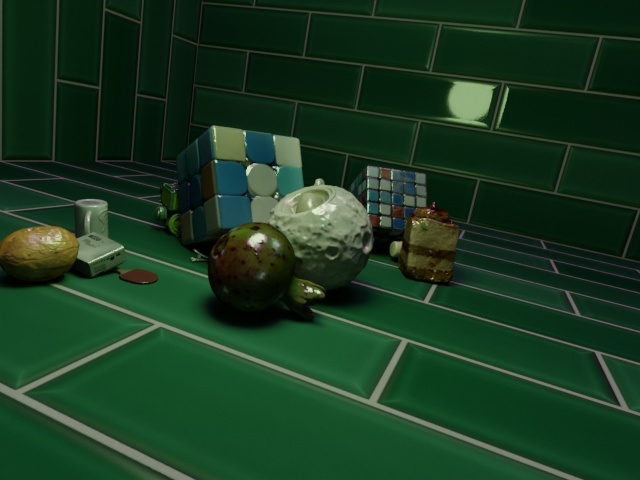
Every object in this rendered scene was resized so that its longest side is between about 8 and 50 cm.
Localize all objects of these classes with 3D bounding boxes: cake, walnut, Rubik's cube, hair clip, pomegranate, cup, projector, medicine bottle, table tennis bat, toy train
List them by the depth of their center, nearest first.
[{"bbox_3d":[-0.704,0.034,1.129,0.144,0.144,0.180,22,24,40],"label":"walnut"},{"bbox_3d":[-0.135,0.076,1.175,0.306,0.242,0.242,13,11,-27],"label":"pomegranate"},{"bbox_3d":[-0.635,0.041,1.261,0.147,0.061,0.115,19,31,28],"label":"projector"},{"bbox_3d":[-0.529,0.094,1.264,0.157,0.013,0.087,15,17,13],"label":"table tennis bat"},{"bbox_3d":[-0.736,-0.056,1.469,0.136,0.133,0.099,22,21,41],"label":"cup"},{"bbox_3d":[-0.368,0.052,1.494,0.115,0.039,0.030,5,20,-29],"label":"hair clip"},{"bbox_3d":[-0.284,-0.173,1.610,0.347,0.346,0.344,-3,-8,-38],"label":"Rubik's cube"},{"bbox_3d":[0.424,-0.001,1.744,0.196,0.293,0.199,10,9,2],"label":"cake"},{"bbox_3d":[-0.509,-0.123,1.789,0.272,0.188,0.159,3,17,-34],"label":"toy train"},{"bbox_3d":[0.419,0.046,1.914,0.252,0.114,0.114,6,14,-16],"label":"medicine bottle"},{"bbox_3d":[0.288,-0.138,2.020,0.293,0.286,0.292,7,-15,-15],"label":"Rubik's cube"}]

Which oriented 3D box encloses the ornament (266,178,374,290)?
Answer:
[{"bbox_3d":[0.000,0.000,1.385,0.337,0.337,0.337,9,14,-2],"label":"ornament"}]
